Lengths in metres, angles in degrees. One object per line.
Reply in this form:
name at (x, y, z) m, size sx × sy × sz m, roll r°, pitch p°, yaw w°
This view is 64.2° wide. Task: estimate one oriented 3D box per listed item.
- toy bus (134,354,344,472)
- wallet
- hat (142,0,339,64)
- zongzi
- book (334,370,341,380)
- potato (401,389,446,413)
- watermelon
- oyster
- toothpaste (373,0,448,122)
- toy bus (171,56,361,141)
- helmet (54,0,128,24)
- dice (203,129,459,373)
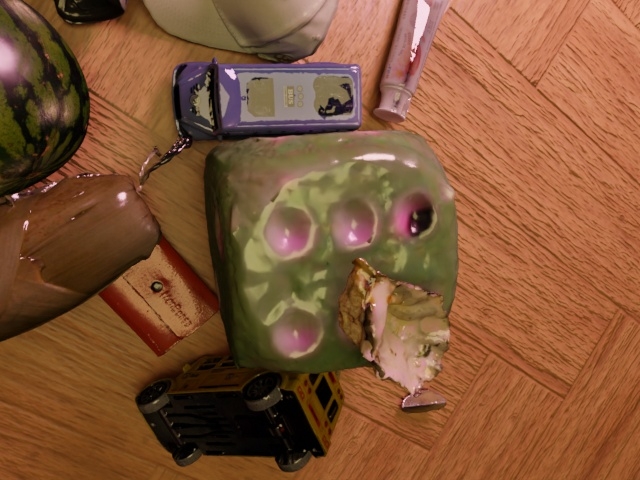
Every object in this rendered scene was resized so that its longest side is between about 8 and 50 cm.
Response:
toy bus at (-0.135, 0.266, 0.831) m, size 0.331 × 0.151 × 0.145 m, roll -12°, pitch 113°, yaw 29°
wallet at (-0.280, 0.080, 0.853) m, size 0.142 × 0.045 × 0.204 m, roll -39°, pitch 108°, yaw -8°
hat at (-0.122, -0.416, 0.761) m, size 0.301 × 0.168 × 0.257 m, roll 0°, pitch 98°, yaw -18°
zongzi at (-0.351, 0.017, 0.632) m, size 0.447 × 0.418 × 0.181 m, roll -26°, pitch 102°, yaw -3°
book at (-0.059, 0.289, 0.972) m, size 0.192 × 0.013 × 0.168 m, roll 8°, pitch 96°, yaw -18°
potato at (0.210, 0.332, 1.055) m, size 0.093 × 0.036 × 0.037 m, roll -8°, pitch 138°, yaw 2°
watermelon at (-0.450, -0.184, 0.634) m, size 0.285 × 0.285 × 0.285 m, roll -3°, pitch 99°, yaw -17°
oyster at (0.089, 0.112, 0.630) m, size 0.209 × 0.072 × 0.132 m, roll 25°, pitch 90°, yaw -41°
toothpaste at (0.170, -0.375, 0.916) m, size 0.100 × 0.066 × 0.323 m, roll 19°, pitch 88°, yaw -14°
toy bus at (-0.086, -0.222, 0.809) m, size 0.292 × 0.133 × 0.125 m, roll -4°, pitch 101°, yaw -11°
helmet at (-0.339, -0.400, 0.709) m, size 0.177 × 0.153 × 0.107 m, roll 50°, pitch 53°, yaw -47°
dice at (0.000, 0.000, 0.779) m, size 0.322 × 0.330 × 0.318 m, roll -7°, pitch 100°, yaw -15°
